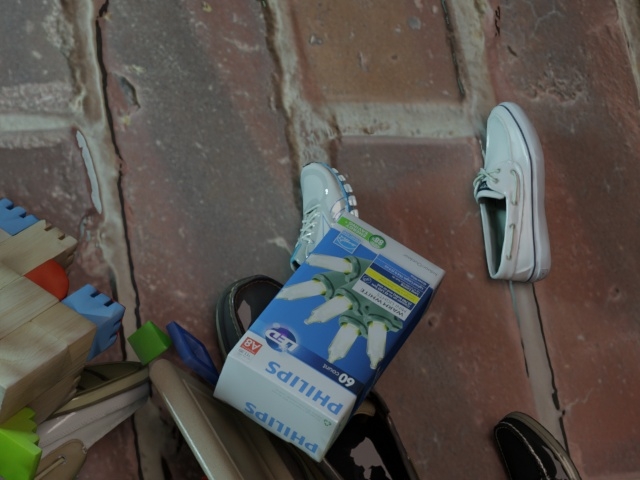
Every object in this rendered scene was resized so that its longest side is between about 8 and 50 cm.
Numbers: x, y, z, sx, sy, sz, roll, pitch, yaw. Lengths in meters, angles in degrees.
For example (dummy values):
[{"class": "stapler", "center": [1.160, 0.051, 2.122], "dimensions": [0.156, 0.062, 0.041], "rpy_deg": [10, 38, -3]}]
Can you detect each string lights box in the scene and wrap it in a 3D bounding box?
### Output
[{"class": "string lights box", "center": [0.013, 0.097, 1.783], "dimensions": [0.133, 0.077, 0.259], "rpy_deg": [31, 46, 8]}]

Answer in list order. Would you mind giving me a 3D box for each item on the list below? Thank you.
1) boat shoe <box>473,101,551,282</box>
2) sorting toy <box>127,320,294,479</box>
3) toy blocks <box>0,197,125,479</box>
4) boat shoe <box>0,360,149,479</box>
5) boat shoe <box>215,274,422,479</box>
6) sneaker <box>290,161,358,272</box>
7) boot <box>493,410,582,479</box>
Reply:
[{"class": "boat shoe", "center": [0.224, -0.061, 2.053], "dimensions": [0.076, 0.083, 0.226], "rpy_deg": [-2, 73, -25]}, {"class": "sorting toy", "center": [-0.096, 0.222, 1.739], "dimensions": [0.047, 0.196, 0.347], "rpy_deg": [-39, 61, 8]}, {"class": "toy blocks", "center": [-0.353, 0.053, 1.695], "dimensions": [0.381, 0.190, 0.261], "rpy_deg": [31, 33, 16]}, {"class": "boat shoe", "center": [-0.297, 0.214, 1.723], "dimensions": [0.302, 0.113, 0.103], "rpy_deg": [-24, 107, -34]}, {"class": "boat shoe", "center": [0.017, 0.182, 1.846], "dimensions": [0.132, 0.130, 0.355], "rpy_deg": [-32, 85, -30]}, {"class": "sneaker", "center": [0.000, 0.000, 1.935], "dimensions": [0.083, 0.071, 0.190], "rpy_deg": [-5, 72, -34]}, {"class": "boot", "center": [0.216, 0.326, 1.906], "dimensions": [0.179, 0.085, 0.236], "rpy_deg": [-24, 82, -26]}]
